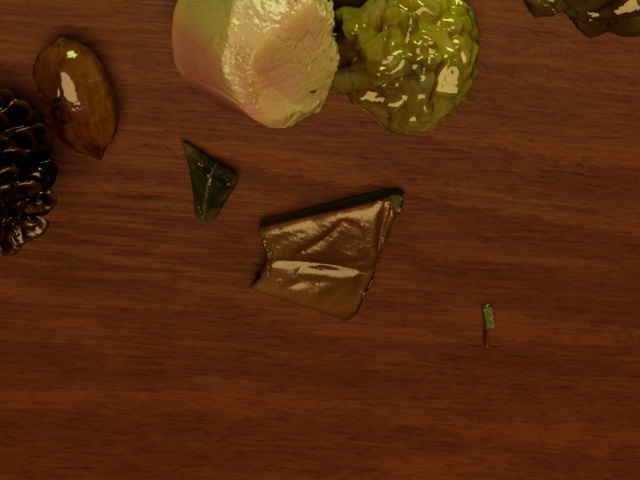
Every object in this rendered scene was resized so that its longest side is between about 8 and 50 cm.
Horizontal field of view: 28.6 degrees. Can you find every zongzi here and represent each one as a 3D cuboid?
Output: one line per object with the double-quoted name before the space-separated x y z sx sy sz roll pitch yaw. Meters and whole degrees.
"zongzi" -0.203 -0.094 2.061 0.113 0.052 0.104 33 117 -1

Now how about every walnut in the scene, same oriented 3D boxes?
"walnut" -0.380 -0.218 1.966 0.115 0.116 0.207 -15 117 6

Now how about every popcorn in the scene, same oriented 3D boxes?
"popcorn" 0.121 -0.273 1.897 0.259 0.212 0.259 -3 111 -7

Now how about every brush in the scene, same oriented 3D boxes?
"brush" 0.294 0.152 2.192 0.021 0.019 0.083 -9 113 -7

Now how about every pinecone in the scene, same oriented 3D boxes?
"pinecone" -0.510 -0.102 1.927 0.246 0.292 0.246 -20 134 -22

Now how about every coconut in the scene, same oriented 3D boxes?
"coconut" -0.102 -0.301 1.867 0.233 0.245 0.233 -20 125 -31

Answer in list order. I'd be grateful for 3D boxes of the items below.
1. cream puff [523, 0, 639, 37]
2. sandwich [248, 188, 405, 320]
"cream puff" 0.421 -0.434 1.751 0.378 0.275 0.378 0 140 0
"sandwich" 0.000 0.000 2.095 0.212 0.063 0.245 18 112 -8
